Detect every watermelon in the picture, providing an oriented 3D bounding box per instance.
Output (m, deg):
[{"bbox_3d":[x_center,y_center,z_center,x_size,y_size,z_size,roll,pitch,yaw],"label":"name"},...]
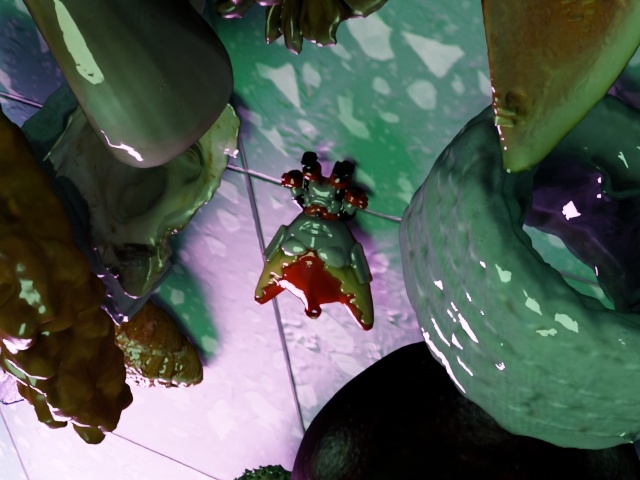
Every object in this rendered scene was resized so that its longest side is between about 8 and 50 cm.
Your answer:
[{"bbox_3d":[0.153,-0.201,0.913,0.128,0.159,0.303,-1,132,5],"label":"watermelon"}]

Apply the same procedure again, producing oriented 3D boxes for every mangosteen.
[{"bbox_3d":[0.105,0.236,1.258,0.297,0.313,0.297,26,153,14],"label":"mangosteen"}]

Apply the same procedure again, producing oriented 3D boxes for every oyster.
[{"bbox_3d":[-0.157,-0.060,1.368,0.161,0.107,0.233,2,136,-8],"label":"oyster"}]

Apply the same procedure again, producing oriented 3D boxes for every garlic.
[{"bbox_3d":[-0.153,-0.186,1.132,0.325,0.132,0.279,54,-163,-69],"label":"garlic"}]

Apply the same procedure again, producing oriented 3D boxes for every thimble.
[{"bbox_3d":[0.173,0.026,1.061,0.250,0.205,0.172,43,145,8],"label":"thimble"}]

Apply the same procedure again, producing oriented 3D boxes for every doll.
[{"bbox_3d":[0.000,0.000,1.332,0.109,0.057,0.169,13,124,10],"label":"doll"}]

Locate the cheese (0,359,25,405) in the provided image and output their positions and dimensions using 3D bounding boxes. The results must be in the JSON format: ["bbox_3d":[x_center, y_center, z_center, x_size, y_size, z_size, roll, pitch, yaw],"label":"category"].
[{"bbox_3d":[-0.429,0.099,1.833,0.244,0.062,0.155,51,145,-15],"label":"cheese"}]

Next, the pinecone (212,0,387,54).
[{"bbox_3d":[-0.024,-0.224,1.030,0.179,0.150,0.195,-17,106,46],"label":"pinecone"}]

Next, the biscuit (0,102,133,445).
[{"bbox_3d":[-0.281,0.006,1.402,0.318,0.110,0.312,52,164,28],"label":"biscuit"}]

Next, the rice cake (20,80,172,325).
[{"bbox_3d":[-0.208,-0.034,1.463,0.040,0.085,0.226,8,132,39],"label":"rice cake"}]

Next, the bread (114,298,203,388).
[{"bbox_3d":[-0.220,0.081,1.607,0.233,0.076,0.105,46,143,-4],"label":"bread"}]

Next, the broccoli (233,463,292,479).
[{"bbox_3d":[-0.043,0.329,1.605,0.220,0.194,0.194,13,136,26],"label":"broccoli"}]
